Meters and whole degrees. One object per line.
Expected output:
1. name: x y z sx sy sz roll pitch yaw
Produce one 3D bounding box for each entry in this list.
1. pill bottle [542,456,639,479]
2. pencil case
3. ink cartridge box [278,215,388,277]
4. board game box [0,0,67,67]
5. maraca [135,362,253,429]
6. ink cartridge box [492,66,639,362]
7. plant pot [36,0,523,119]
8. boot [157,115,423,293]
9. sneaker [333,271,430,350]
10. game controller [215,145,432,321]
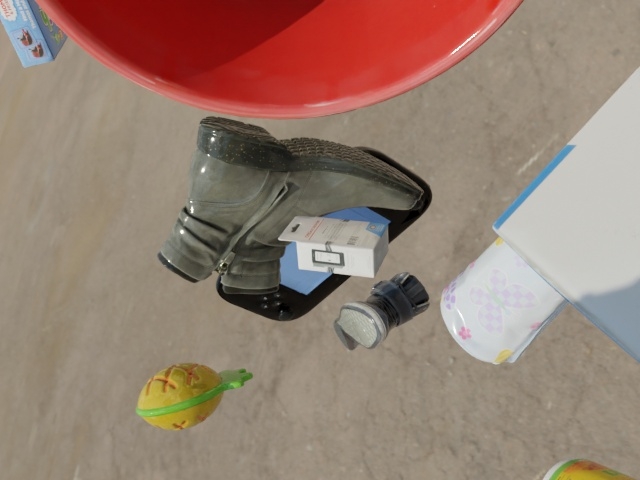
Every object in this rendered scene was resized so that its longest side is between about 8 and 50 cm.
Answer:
1. pill bottle: 0.430 0.402 1.051 0.245 0.136 0.136 5 77 67
2. pencil case: 0.258 0.028 0.865 0.273 0.124 0.113 -50 -9 37
3. ink cartridge box: 0.011 0.004 0.638 0.048 0.083 0.028 -54 -34 -56
4. board game box: -0.307 -0.302 0.753 0.039 0.211 0.160 -13 34 5
5. maraca: -0.198 0.237 1.187 0.127 0.185 0.099 -171 66 -69
6. ink cartridge box: 0.288 0.012 0.615 0.171 0.232 0.168 -49 53 8
7. plant pot: -0.021 -0.244 0.398 0.275 0.275 0.243 -43 35 39
8. boot: -0.030 -0.021 0.758 0.083 0.246 0.161 -127 52 -60
9. sneaker: 0.115 0.110 1.260 0.086 0.163 0.226 60 167 3
10. game controller: 0.000 0.000 1.038 0.319 0.166 0.067 -43 50 25
